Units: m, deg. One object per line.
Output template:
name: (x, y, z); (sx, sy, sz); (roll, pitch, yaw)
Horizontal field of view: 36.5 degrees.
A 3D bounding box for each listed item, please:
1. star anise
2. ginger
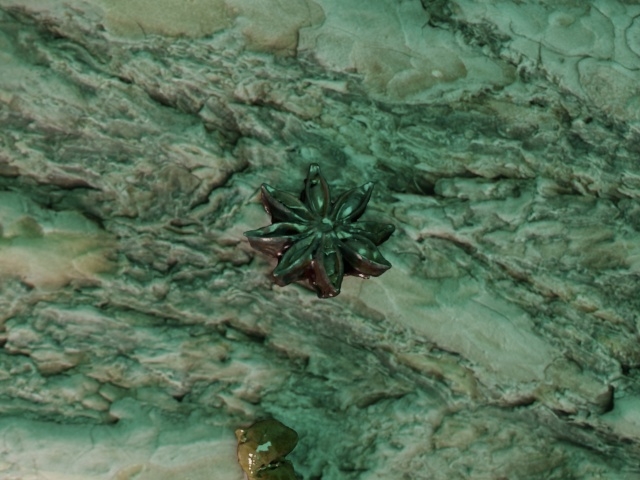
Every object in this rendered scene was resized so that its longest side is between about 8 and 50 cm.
star anise: (0.001, 0.000, 1.555); (0.236, 0.109, 0.223); (17, 54, 2)
ginger: (-0.068, 0.377, 1.489); (0.104, 0.080, 0.204); (-9, 82, -22)
